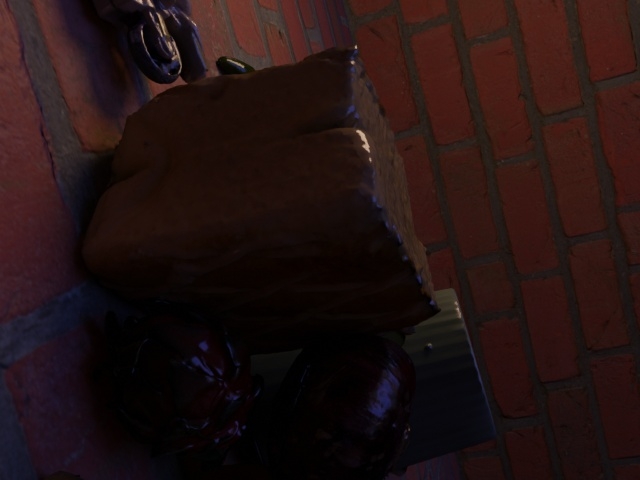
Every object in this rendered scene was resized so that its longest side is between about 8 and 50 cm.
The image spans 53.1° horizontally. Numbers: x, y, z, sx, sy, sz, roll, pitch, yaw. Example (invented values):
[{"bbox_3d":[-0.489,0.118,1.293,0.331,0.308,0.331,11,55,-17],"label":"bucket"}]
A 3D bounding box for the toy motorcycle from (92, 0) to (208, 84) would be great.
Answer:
[{"bbox_3d":[-0.263,-0.391,0.937,0.341,0.108,0.223,68,23,-7],"label":"toy motorcycle"}]

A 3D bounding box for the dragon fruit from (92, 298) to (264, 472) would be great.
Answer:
[{"bbox_3d":[-0.161,0.167,0.754,0.188,0.182,0.182,55,27,-56],"label":"dragon fruit"}]

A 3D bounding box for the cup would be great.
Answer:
[{"bbox_3d":[0.067,0.216,1.128,0.310,0.392,0.401,39,36,-74],"label":"cup"}]

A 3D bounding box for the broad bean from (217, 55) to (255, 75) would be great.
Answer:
[{"bbox_3d":[-0.150,-0.338,1.366,0.195,0.061,0.046,35,43,-68],"label":"broad bean"}]

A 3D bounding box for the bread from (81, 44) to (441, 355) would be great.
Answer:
[{"bbox_3d":[-0.058,-0.025,0.875,0.371,0.390,0.279,49,37,-57],"label":"bread"}]

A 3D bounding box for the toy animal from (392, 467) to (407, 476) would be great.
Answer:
[{"bbox_3d":[0.220,0.476,1.786,0.302,0.194,0.344,43,43,-55],"label":"toy animal"}]

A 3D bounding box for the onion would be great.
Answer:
[{"bbox_3d":[0.025,0.238,0.853,0.246,0.190,0.246,-52,151,-45],"label":"onion"}]

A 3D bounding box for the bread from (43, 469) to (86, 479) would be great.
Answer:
[{"bbox_3d":[-0.200,0.312,0.600,0.139,0.060,0.178,19,-46,55],"label":"bread"}]

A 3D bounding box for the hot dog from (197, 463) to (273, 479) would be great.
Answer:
[{"bbox_3d":[-0.104,0.422,0.810,0.153,0.150,0.257,54,25,-76],"label":"hot dog"}]
